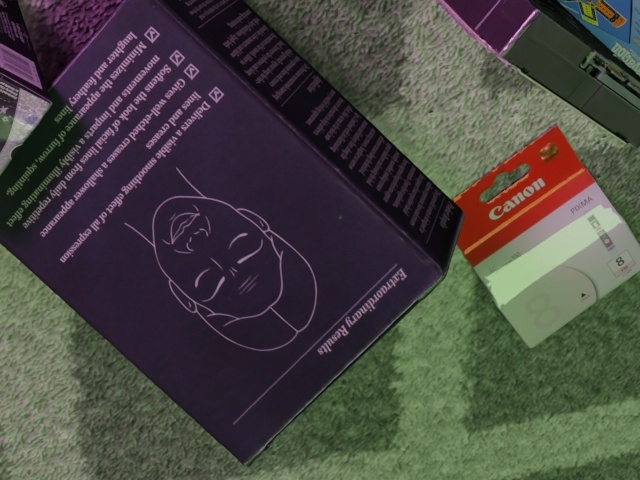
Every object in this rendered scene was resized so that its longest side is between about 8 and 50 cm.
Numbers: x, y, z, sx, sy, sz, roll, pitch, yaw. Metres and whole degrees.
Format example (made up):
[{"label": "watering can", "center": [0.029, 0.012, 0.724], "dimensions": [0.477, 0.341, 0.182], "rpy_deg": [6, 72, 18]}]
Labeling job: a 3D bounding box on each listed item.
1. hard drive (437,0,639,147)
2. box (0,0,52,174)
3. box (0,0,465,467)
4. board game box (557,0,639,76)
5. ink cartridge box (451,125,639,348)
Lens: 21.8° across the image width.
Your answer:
[{"label": "hard drive", "center": [0.176, -0.239, 1.643], "dimensions": [0.237, 0.339, 0.064], "rpy_deg": [25, 109, -44]}, {"label": "box", "center": [-0.370, -0.164, 1.564], "dimensions": [0.163, 0.247, 0.142], "rpy_deg": [28, 110, -32]}, {"label": "box", "center": [-0.101, -0.034, 1.654], "dimensions": [0.395, 0.212, 0.293], "rpy_deg": [44, 110, -4]}, {"label": "board game box", "center": [0.353, -0.279, 1.899], "dimensions": [0.145, 0.027, 0.281], "rpy_deg": [-46, 125, 10]}, {"label": "ink cartridge box", "center": [0.274, 0.000, 2.035], "dimensions": [0.189, 0.066, 0.232], "rpy_deg": [-36, 131, 5]}]
